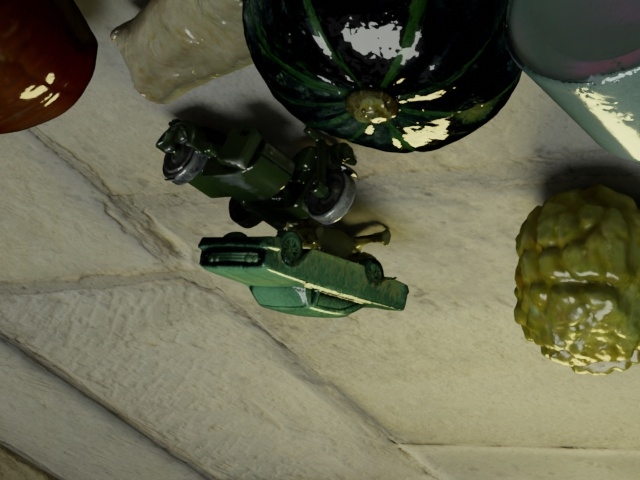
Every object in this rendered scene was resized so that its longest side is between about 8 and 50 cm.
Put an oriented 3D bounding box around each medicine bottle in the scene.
[{"bbox_3d":[0.354,-0.179,1.531,0.245,0.245,0.290,-7,147,38],"label":"medicine bottle"}]

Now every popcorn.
[{"bbox_3d":[0.365,0.052,2.034,0.270,0.224,0.258,33,142,-22],"label":"popcorn"}]

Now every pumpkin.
[{"bbox_3d":[0.069,-0.215,1.604,0.315,0.239,0.315,8,152,4],"label":"pumpkin"}]

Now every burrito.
[{"bbox_3d":[-0.125,-0.249,1.799,0.143,0.105,0.299,22,155,-28],"label":"burrito"}]

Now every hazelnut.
[{"bbox_3d":[-0.378,-0.225,1.857,0.229,0.229,0.229,12,155,6],"label":"hazelnut"}]

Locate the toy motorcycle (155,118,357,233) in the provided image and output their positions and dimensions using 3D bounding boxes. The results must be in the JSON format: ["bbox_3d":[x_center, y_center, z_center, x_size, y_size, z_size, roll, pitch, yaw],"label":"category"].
[{"bbox_3d":[-0.083,-0.099,2.084,0.275,0.127,0.205,-4,149,48],"label":"toy motorcycle"}]

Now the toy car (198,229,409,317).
[{"bbox_3d":[-0.019,0.055,2.164,0.141,0.097,0.320,0,168,40],"label":"toy car"}]

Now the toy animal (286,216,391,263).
[{"bbox_3d":[0.000,0.000,2.293,0.181,0.073,0.136,26,157,-26],"label":"toy animal"}]
